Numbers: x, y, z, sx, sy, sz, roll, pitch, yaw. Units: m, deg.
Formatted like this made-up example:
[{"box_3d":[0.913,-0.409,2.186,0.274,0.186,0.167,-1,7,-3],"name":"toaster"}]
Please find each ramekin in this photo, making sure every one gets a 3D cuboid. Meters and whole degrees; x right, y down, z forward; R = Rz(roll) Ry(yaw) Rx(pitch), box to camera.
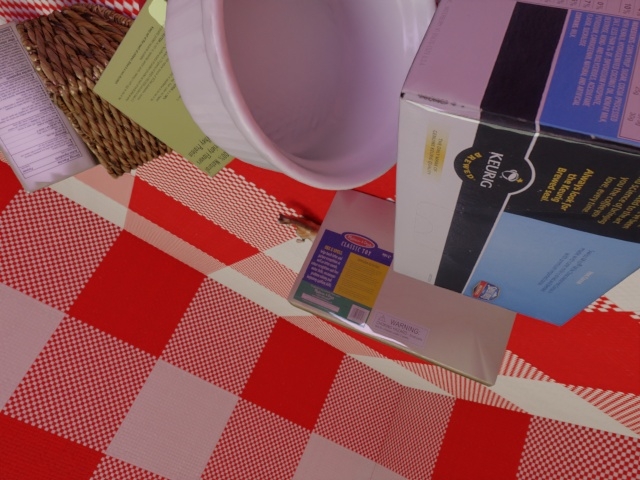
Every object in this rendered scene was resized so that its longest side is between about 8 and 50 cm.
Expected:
[{"box_3d":[-0.016,-0.196,0.454,0.135,0.277,0.277,16,159,48],"name":"ramekin"}]

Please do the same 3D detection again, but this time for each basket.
[{"box_3d":[-0.389,-0.305,0.872,0.214,0.223,0.299,57,167,17],"name":"basket"}]

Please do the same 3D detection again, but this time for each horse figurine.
[{"box_3d":[0.000,0.000,1.196,0.263,0.066,0.174,31,165,-6],"name":"horse figurine"}]

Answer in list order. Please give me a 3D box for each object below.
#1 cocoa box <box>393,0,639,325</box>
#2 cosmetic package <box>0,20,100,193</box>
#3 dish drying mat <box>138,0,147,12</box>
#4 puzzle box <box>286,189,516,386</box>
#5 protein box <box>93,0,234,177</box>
[{"box_3d":[0.220,-0.089,0.473,0.227,0.232,0.347,18,159,16],"name":"cocoa box"},{"box_3d":[-0.595,-0.265,0.923,0.296,0.153,0.129,69,169,-17],"name":"cosmetic package"},{"box_3d":[-0.269,-0.368,0.699,0.032,0.008,0.083,28,159,-9],"name":"dish drying mat"},{"box_3d":[0.170,0.072,0.874,0.408,0.272,0.052,20,163,17],"name":"puzzle box"},{"box_3d":[-0.163,-0.236,0.633,0.201,0.136,0.199,37,137,-27],"name":"protein box"}]
